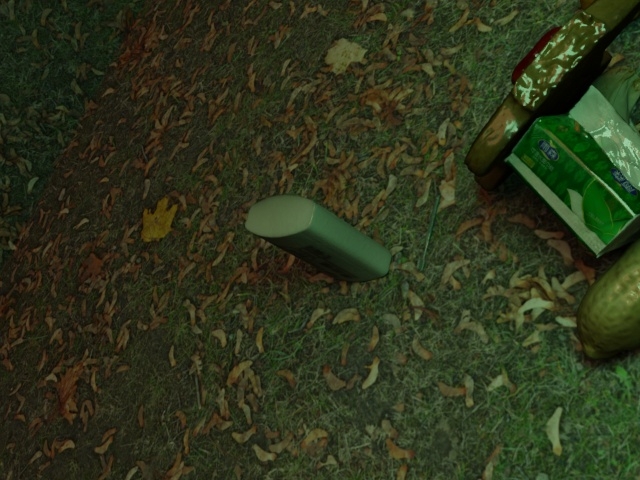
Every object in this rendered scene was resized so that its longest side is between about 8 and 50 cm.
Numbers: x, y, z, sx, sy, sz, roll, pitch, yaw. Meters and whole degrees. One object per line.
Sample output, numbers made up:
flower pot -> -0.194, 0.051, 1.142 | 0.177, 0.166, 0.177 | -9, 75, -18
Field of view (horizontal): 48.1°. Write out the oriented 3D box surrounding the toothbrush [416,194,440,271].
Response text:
toothbrush -> 0.218, -0.017, 1.449 | 0.011, 0.014, 0.167 | -1, 68, 49

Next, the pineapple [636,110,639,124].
pineapple -> 0.596, -0.152, 1.132 | 0.186, 0.114, 0.236 | 10, 74, 30

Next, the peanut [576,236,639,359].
peanut -> 0.488, 0.082, 1.089 | 0.253, 0.137, 0.122 | -48, 49, 14

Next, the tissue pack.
tissue pack -> 0.418, -0.108, 1.074 | 0.209, 0.148, 0.156 | 54, 137, 24

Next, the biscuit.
biscuit -> 0.373, -0.249, 1.192 | 0.076, 0.394, 0.368 | 43, 100, 13

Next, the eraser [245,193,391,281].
eraser -> 0.000, 0.000, 1.445 | 0.174, 0.270, 0.094 | 2, 71, 40

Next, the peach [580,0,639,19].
peach -> 0.547, -0.463, 1.322 | 0.138, 0.138, 0.138 | -19, 58, 32

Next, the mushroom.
mushroom -> 0.494, -0.144, 1.235 | 0.123, 0.095, 0.351 | 5, 70, 14
